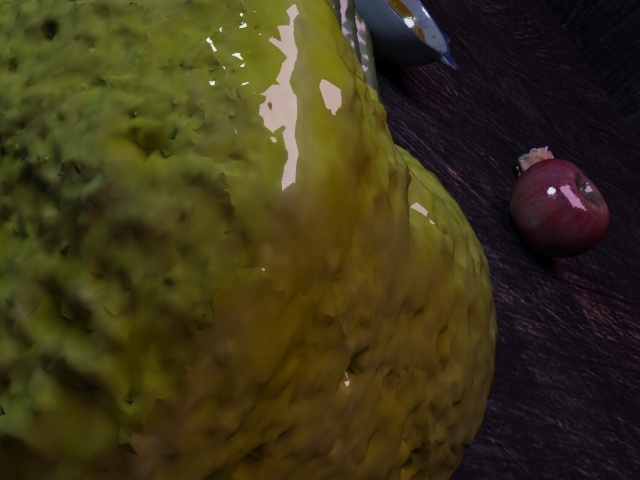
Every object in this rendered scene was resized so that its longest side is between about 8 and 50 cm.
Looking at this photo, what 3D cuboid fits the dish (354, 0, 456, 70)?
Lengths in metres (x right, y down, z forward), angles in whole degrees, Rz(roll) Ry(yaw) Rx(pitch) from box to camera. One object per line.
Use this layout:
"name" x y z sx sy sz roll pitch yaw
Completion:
"dish" 0.099 -0.324 1.769 0.228 0.086 0.236 15 41 -55

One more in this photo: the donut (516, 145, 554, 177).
"donut" 0.394 -0.075 1.957 0.166 0.065 0.117 39 24 -20

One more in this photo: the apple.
"apple" 0.347 -0.044 1.754 0.153 0.120 0.153 35 33 -27

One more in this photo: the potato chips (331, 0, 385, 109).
"potato chips" -0.013 -0.284 1.398 0.373 0.097 0.389 -9 86 -62

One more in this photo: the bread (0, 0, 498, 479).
"bread" -0.089 0.013 0.604 0.307 0.348 0.348 30 29 -53
